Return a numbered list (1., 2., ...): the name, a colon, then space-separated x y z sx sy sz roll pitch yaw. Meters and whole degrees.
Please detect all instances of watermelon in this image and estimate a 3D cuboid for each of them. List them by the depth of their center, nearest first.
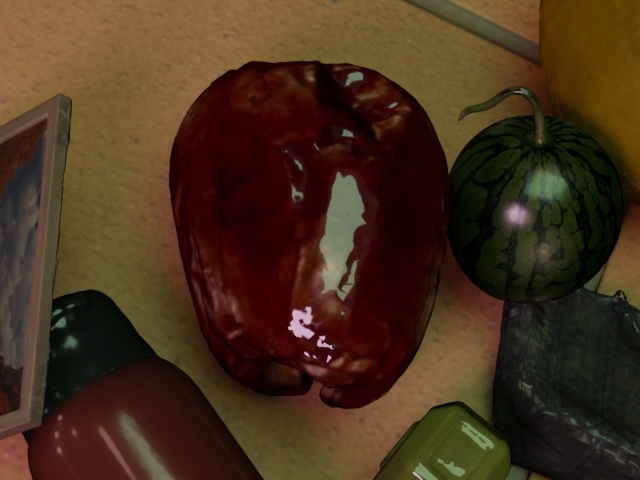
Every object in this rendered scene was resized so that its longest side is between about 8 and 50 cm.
1. watermelon: 0.161 -0.037 1.176 0.140 0.187 0.141 -3 46 3

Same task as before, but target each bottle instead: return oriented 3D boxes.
1. bottle: -0.106 0.184 1.075 0.144 0.144 0.336 -29 74 -22

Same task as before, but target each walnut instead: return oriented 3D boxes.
1. walnut: 0.000 0.000 1.164 0.221 0.244 0.269 -7 69 27

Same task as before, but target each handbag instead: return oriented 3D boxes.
1. handbag: 0.258 0.125 1.223 0.270 0.089 0.175 23 55 -1

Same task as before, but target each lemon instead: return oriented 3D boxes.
1. lemon: 0.305 -0.162 1.265 0.260 0.260 0.284 20 72 -3

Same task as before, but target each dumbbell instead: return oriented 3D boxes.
1. dumbbell: 0.173 0.245 1.127 0.302 0.108 0.121 39 63 6

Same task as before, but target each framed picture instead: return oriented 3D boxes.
1. framed picture: -0.247 0.034 1.106 0.016 0.184 0.250 23 58 -41
